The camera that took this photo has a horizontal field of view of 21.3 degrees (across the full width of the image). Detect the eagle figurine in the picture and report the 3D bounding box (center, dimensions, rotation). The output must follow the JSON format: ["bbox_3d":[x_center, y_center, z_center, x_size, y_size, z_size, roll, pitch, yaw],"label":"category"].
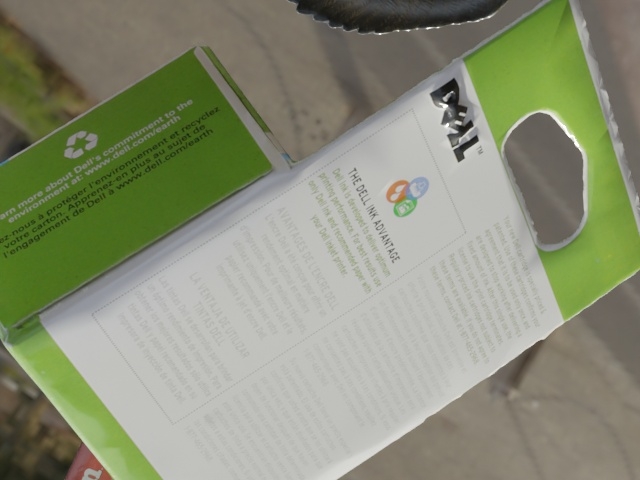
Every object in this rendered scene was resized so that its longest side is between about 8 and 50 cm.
[{"bbox_3d":[0.137,-0.282,1.479,0.226,0.225,0.298,20,148,-36],"label":"eagle figurine"}]

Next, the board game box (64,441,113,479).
[{"bbox_3d":[-0.094,0.100,0.928,0.027,0.281,0.145,22,167,9],"label":"board game box"}]

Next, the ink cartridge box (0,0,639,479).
[{"bbox_3d":[0.000,0.000,0.730,0.097,0.255,0.189,53,174,43],"label":"ink cartridge box"}]
